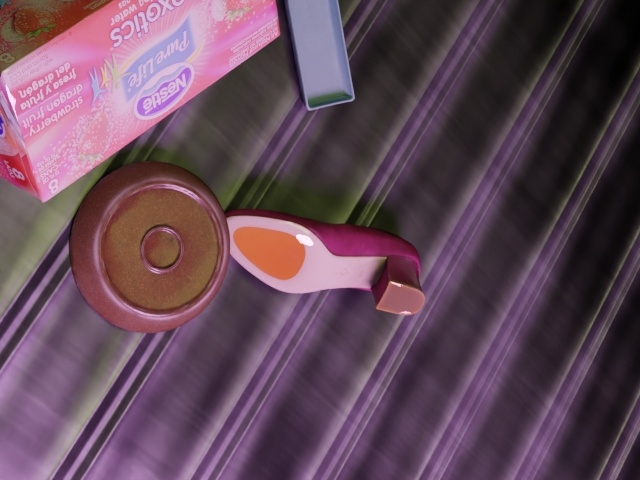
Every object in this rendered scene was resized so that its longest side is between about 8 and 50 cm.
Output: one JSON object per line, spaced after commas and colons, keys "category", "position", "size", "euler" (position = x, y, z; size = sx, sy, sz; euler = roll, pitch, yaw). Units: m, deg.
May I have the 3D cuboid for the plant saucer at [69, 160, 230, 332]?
{"category": "plant saucer", "position": [-0.158, 0.007, 1.355], "size": [0.168, 0.029, 0.169], "euler": [-1, 92, -29]}

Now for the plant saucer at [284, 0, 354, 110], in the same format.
{"category": "plant saucer", "position": [-0.009, -0.238, 1.486], "size": [0.067, 0.018, 0.192], "euler": [-17, 102, -36]}

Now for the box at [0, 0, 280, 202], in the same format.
{"category": "box", "position": [-0.193, -0.189, 1.234], "size": [0.300, 0.154, 0.142], "euler": [-41, 141, -31]}

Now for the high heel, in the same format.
{"category": "high heel", "position": [0.000, 0.000, 1.486], "size": [0.244, 0.117, 0.082], "euler": [15, 120, -18]}
